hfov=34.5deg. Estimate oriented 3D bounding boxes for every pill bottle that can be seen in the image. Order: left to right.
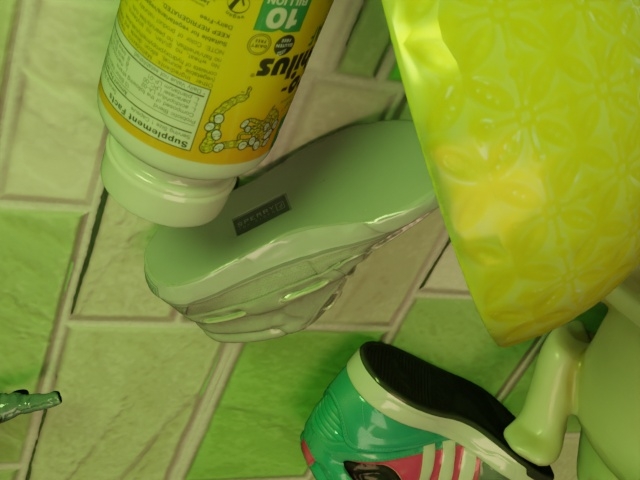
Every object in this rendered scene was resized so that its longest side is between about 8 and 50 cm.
[{"bbox_3d":[-0.069,-0.112,0.626,0.117,0.118,0.208,5,132,-26],"label":"pill bottle"}]

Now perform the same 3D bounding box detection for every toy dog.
[{"bbox_3d":[0.360,0.140,0.992,0.395,0.284,0.408,-34,144,-26],"label":"toy dog"}]

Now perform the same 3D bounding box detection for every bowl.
[{"bbox_3d":[0.137,-0.098,0.577,0.156,0.289,0.289,-15,140,13],"label":"bowl"}]

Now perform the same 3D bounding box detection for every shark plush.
[{"bbox_3d":[-0.295,0.160,0.856,0.161,0.067,0.073,-8,137,-14],"label":"shark plush"}]

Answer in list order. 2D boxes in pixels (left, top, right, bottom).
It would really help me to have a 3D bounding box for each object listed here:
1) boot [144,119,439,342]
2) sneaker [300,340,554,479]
[{"bbox_3d":[0.000,0.000,0.805,0.258,0.095,0.123,-20,145,11],"label":"boot"},{"bbox_3d":[0.091,0.228,1.040,0.295,0.124,0.178,31,113,-33],"label":"sneaker"}]
